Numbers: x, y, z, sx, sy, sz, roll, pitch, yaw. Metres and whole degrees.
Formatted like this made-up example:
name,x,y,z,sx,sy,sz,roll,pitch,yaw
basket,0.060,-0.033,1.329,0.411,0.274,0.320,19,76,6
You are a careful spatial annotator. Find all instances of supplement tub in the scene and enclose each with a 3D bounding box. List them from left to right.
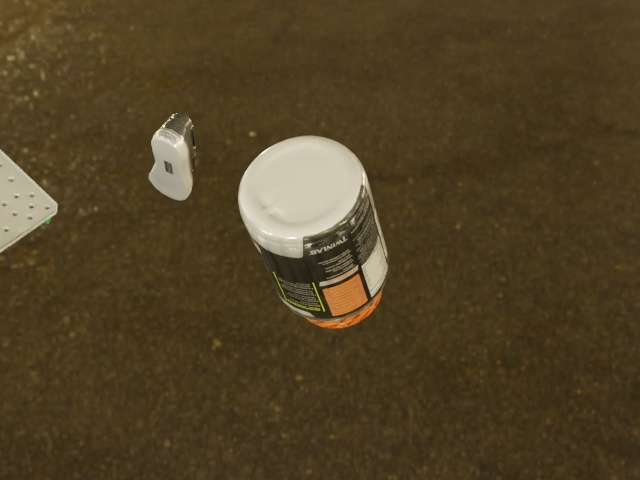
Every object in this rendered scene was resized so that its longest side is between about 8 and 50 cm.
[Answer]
name,x,y,z,sx,sy,sz,roll,pitch,yaw
supplement tub,0.000,0.000,1.767,0.207,0.338,0.207,-6,58,9

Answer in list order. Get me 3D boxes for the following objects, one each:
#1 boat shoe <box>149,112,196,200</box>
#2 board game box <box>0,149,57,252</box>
name,x,y,z,sx,sy,sz,roll,pitch,yaw
boat shoe,-0.245,-0.145,1.814,0.080,0.228,0.076,25,67,8
board game box,-0.791,-0.074,2.087,0.390,0.050,0.390,42,56,11
